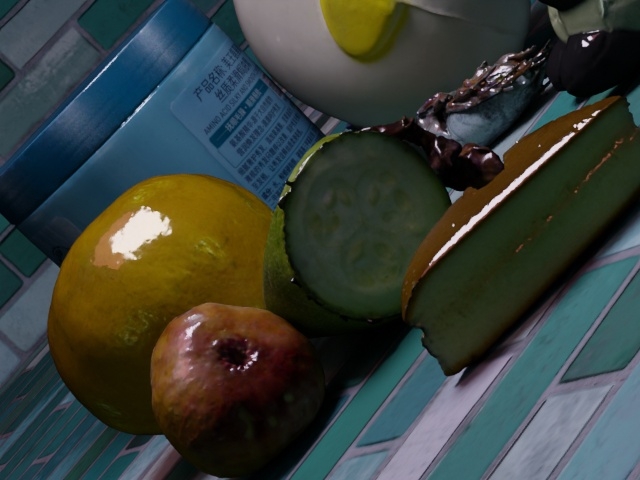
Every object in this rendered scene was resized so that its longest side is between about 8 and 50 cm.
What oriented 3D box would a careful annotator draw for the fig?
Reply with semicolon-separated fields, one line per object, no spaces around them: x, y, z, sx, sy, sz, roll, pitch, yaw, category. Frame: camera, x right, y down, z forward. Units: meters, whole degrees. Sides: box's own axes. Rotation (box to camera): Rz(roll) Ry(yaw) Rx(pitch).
-0.085;0.149;1.772;0.159;0.159;0.257;-49;-7;-17;fig

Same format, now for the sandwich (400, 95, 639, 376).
0.156;-0.012;1.478;0.244;0.090;0.088;-44;13;7;sandwich

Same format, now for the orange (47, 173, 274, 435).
-0.143;0.068;1.945;0.279;0.235;0.279;-53;-15;-21;orange

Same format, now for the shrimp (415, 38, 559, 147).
0.189;-0.156;1.985;0.233;0.079;0.090;-37;-25;32;shrimp

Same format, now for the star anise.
0.105;-0.081;1.845;0.168;0.168;0.057;-165;94;-79;star anise

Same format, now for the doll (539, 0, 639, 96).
0.259;-0.222;1.811;0.135;0.143;0.234;-22;8;-3;doll

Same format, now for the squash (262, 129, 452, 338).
0.000;0.000;1.798;0.189;0.189;0.260;-49;15;-17;squash

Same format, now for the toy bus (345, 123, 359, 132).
0.129;-0.214;2.402;0.236;0.094;0.079;-50;16;-15;toy bus

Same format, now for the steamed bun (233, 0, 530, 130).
0.064;-0.285;2.195;0.334;0.334;0.374;-48;42;-10;steamed bun

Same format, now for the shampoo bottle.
-0.156;-0.057;2.226;0.331;0.343;0.331;-45;10;10;shampoo bottle
